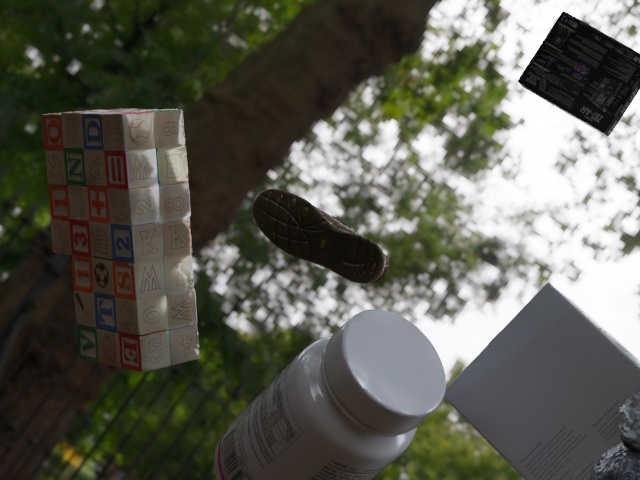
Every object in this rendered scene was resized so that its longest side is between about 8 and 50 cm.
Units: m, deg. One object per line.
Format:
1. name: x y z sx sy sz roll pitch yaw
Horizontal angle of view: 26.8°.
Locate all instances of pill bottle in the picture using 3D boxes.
1. pill bottle: 0.010 0.208 1.535 0.160 0.160 0.283 37 -49 -7

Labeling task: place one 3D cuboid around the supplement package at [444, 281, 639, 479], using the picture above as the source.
1. supplement package: 0.332 0.221 1.706 0.263 0.199 0.198 45 8 21

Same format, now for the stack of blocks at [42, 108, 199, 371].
1. stack of blocks: -0.237 -0.006 1.593 0.087 0.297 0.171 -10 10 -42

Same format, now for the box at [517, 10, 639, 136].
1. box: 0.206 -0.130 1.047 0.083 0.067 0.018 34 4 21

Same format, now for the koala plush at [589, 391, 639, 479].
1. koala plush: 0.308 0.262 1.186 0.221 0.203 0.196 -114 -162 -56

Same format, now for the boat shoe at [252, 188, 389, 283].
1. boat shoe: 0.000 0.000 1.556 0.178 0.064 0.060 30 0 18
